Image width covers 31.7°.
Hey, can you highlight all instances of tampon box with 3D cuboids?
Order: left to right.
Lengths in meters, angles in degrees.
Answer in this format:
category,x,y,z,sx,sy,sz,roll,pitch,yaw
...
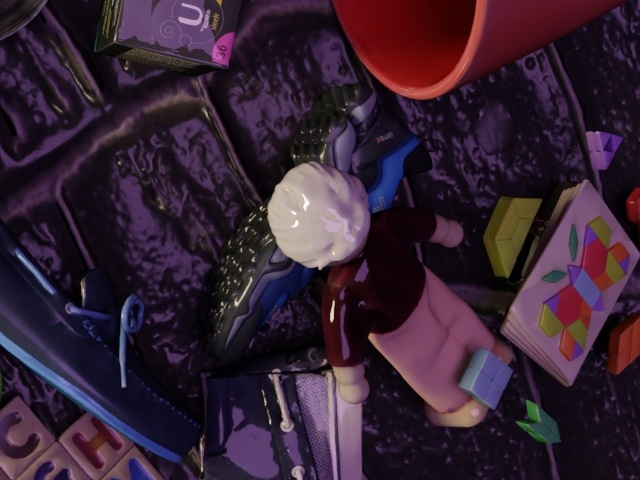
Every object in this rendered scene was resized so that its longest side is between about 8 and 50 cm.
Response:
category,x,y,z,sx,sy,sz,roll,pitch,yaw
tampon box,-0.133,-0.217,0.999,0.101,0.161,0.120,11,93,-18

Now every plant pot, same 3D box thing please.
category,x,y,z,sx,sy,sz,roll,pitch,yaw
plant pot,0.165,-0.291,1.048,0.243,0.275,0.275,-18,101,-24

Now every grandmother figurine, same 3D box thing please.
category,x,y,z,sx,sy,sz,roll,pitch,yaw
grandmother figurine,0.062,0.054,1.055,0.342,0.104,0.208,50,52,-39

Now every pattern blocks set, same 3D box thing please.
category,x,y,z,sx,sy,sz,roll,pitch,yaw
pattern blocks set,0.263,0.045,1.159,0.285,0.026,0.325,28,79,-39

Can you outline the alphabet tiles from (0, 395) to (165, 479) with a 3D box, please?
category,x,y,z,sx,sy,sz,roll,pitch,yaw
alphabet tiles,-0.231,0.327,1.033,0.342,0.011,0.285,53,55,-11

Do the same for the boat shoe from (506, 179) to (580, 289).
category,x,y,z,sx,sy,sz,roll,pitch,yaw
boat shoe,0.241,-0.005,1.200,0.042,0.049,0.133,23,93,-27

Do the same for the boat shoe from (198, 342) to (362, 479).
category,x,y,z,sx,sy,sz,roll,pitch,yaw
boat shoe,-0.040,0.271,1.111,0.158,0.127,0.340,-3,88,-12

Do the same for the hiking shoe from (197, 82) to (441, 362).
category,x,y,z,sx,sy,sz,roll,pitch,yaw
hiking shoe,0.000,0.000,1.090,0.132,0.113,0.304,34,87,-21

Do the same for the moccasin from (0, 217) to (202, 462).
category,x,y,z,sx,sy,sz,roll,pitch,yaw
moccasin,-0.228,0.066,1.012,0.342,0.138,0.117,42,74,-17

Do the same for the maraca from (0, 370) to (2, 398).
category,x,y,z,sx,sy,sz,roll,pitch,yaw
maraca,-0.369,0.109,0.993,0.186,0.099,0.127,20,109,2

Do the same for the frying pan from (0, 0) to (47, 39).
category,x,y,z,sx,sy,sz,roll,pitch,yaw
frying pan,-0.286,-0.316,0.998,0.197,0.053,0.326,42,81,-17
